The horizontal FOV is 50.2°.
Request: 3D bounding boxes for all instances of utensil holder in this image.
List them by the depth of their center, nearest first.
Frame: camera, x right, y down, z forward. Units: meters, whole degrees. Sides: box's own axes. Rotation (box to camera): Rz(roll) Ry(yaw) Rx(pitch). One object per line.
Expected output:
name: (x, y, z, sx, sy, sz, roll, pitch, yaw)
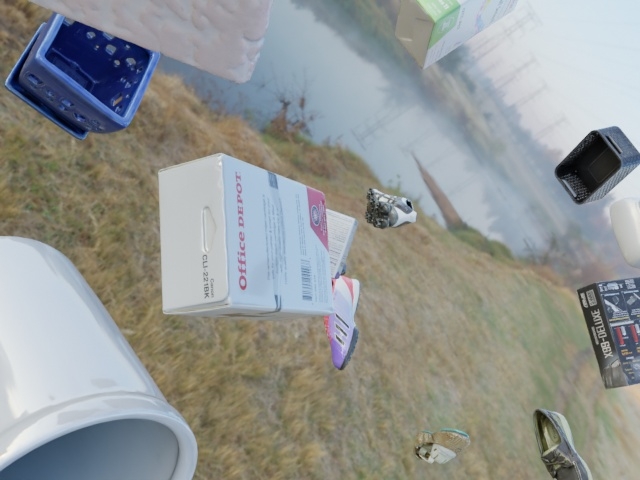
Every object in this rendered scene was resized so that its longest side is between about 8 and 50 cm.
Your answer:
utensil holder: (-0.401, 0.219, 0.921, 0.385, 0.328, 0.327, 44, 7, 36)

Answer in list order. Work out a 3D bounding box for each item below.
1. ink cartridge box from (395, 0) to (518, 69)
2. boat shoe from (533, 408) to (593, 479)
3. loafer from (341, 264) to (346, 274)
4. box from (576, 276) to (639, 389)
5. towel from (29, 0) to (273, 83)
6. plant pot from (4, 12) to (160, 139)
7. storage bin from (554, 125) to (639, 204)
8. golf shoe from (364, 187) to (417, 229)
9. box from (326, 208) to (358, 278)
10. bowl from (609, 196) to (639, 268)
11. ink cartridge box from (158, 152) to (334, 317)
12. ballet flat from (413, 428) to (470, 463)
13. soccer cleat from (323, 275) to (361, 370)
ink cartridge box: (0.350, -0.566, 1.545, 0.119, 0.353, 0.207, 53, -8, 13)
boat shoe: (0.486, 0.444, 1.399, 0.073, 0.080, 0.224, 25, 34, -22)
loafer: (-0.020, 0.055, 1.880, 0.076, 0.223, 0.078, -10, 98, -47)
box: (0.782, 0.207, 1.619, 0.307, 0.076, 0.243, -5, 74, -21)
towel: (-0.180, -0.328, 0.652, 0.316, 0.332, 0.054, 20, 56, -5)
plant pot: (-0.533, -0.372, 1.507, 0.236, 0.212, 0.236, 39, 52, -36)
storage bin: (0.697, -0.189, 1.724, 0.084, 0.180, 0.122, -14, 64, -31)
golf shoe: (0.152, -0.066, 1.499, 0.198, 0.093, 0.077, -114, -153, -69)
box: (0.000, 0.000, 1.476, 0.126, 0.137, 0.072, 20, -1, 9)
bowl: (0.601, -0.020, 1.216, 0.053, 0.141, 0.142, 111, -21, -57)
ink cartridge box: (-0.098, 0.009, 0.969, 0.272, 0.114, 0.197, 16, 67, -60)
ballet flat: (0.253, 0.442, 1.448, 0.073, 0.067, 0.206, 29, -22, -1)
soccer cleat: (0.047, 0.234, 2.000, 0.116, 0.109, 0.318, 18, 47, -11)
